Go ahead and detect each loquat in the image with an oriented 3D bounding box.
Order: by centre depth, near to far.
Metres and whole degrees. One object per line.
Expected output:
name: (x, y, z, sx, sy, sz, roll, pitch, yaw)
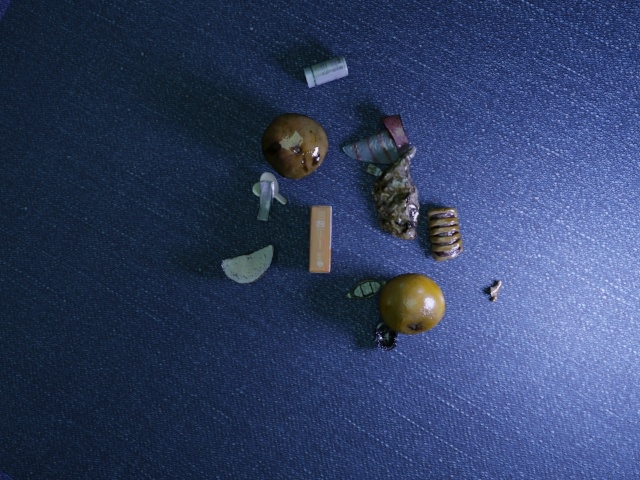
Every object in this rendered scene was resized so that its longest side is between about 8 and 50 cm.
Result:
loquat: (0.368, 0.255, 1.685, 0.262, 0.263, 0.263, 0, 87, 5)

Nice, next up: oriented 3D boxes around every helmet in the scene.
helmet: (0.276, 0.404, 1.779, 0.098, 0.070, 0.123, -2, 80, -1)

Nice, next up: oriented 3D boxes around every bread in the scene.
bread: (0.527, -0.030, 1.771, 0.134, 0.081, 0.225, -10, 86, 3)

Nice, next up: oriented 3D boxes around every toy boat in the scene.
toy boat: (0.197, 0.209, 1.794, 0.184, 0.071, 0.089, -21, 84, 4)
toy boat: (0.240, -0.412, 1.821, 0.282, 0.096, 0.206, -20, 98, 13)

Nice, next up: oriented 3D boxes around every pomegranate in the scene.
pomegranate: (-0.104, -0.401, 1.759, 0.281, 0.281, 0.281, 0, 87, 5)

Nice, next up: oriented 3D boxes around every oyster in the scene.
oyster: (0.317, -0.196, 1.784, 0.204, 0.111, 0.397, -3, 94, 10)

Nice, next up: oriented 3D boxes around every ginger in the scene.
ginger: (0.733, 0.211, 1.768, 0.048, 0.030, 0.097, 17, 92, -22)

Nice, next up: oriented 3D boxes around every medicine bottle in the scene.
medicine bottle: (0.024, -0.743, 1.845, 0.183, 0.086, 0.086, -16, 86, 4)

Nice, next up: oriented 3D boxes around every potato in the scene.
potato: (-0.299, 0.111, 1.831, 0.243, 0.098, 0.138, -19, 89, -2)

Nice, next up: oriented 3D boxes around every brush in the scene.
brush: (0.279, -0.286, 1.839, 0.169, 0.014, 0.043, 26, 91, 4)

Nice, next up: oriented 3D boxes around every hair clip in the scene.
hair clip: (-0.228, -0.193, 1.852, 0.158, 0.071, 0.219, 4, 93, 3)

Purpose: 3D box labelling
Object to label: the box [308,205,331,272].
box: (0.000, 0.000, 1.749, 0.091, 0.221, 0.274, 2, 90, 1)
